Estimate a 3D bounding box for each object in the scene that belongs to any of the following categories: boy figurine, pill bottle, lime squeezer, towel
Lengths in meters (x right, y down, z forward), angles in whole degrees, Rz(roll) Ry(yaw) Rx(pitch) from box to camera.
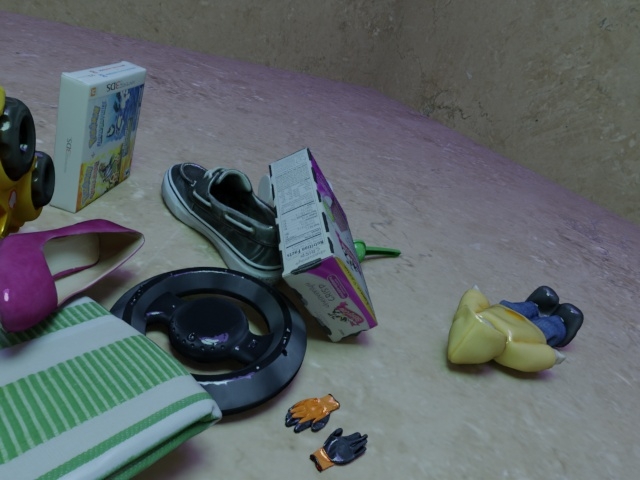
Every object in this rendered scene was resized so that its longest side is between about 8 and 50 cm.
[{"bbox_3d":[0.287,0.130,0.746,0.285,0.092,0.177,2,34,-38],"label":"boy figurine"},{"bbox_3d":[-0.050,-0.091,0.955,0.137,0.078,0.078,5,30,-28],"label":"pill bottle"},{"bbox_3d":[0.065,0.040,0.806,0.110,0.059,0.310,24,26,11],"label":"lime squeezer"},{"bbox_3d":[-0.275,0.115,0.398,0.325,0.038,0.248,21,23,30],"label":"towel"}]

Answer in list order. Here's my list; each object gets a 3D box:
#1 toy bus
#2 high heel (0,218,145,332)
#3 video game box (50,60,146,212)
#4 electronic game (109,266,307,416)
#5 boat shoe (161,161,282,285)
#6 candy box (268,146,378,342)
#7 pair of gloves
[{"bbox_3d":[-0.364,-0.025,0.469,0.149,0.220,0.211,0,70,-16],"label":"toy bus"},{"bbox_3d":[-0.245,0.026,0.489,0.117,0.082,0.244,-7,9,-17],"label":"high heel"},{"bbox_3d":[-0.350,-0.171,0.762,0.048,0.205,0.187,20,26,-1],"label":"video game box"},{"bbox_3d":[-0.129,0.104,0.554,0.229,0.048,0.229,9,33,-6],"label":"electronic game"},{"bbox_3d":[-0.150,-0.064,0.786,0.121,0.119,0.335,-9,38,-45],"label":"boat shoe"},{"bbox_3d":[0.000,0.000,0.671,0.071,0.159,0.233,-23,43,11],"label":"candy box"},{"bbox_3d":[0.007,0.200,0.507,0.074,0.010,0.083,-6,36,-42],"label":"pair of gloves"}]
